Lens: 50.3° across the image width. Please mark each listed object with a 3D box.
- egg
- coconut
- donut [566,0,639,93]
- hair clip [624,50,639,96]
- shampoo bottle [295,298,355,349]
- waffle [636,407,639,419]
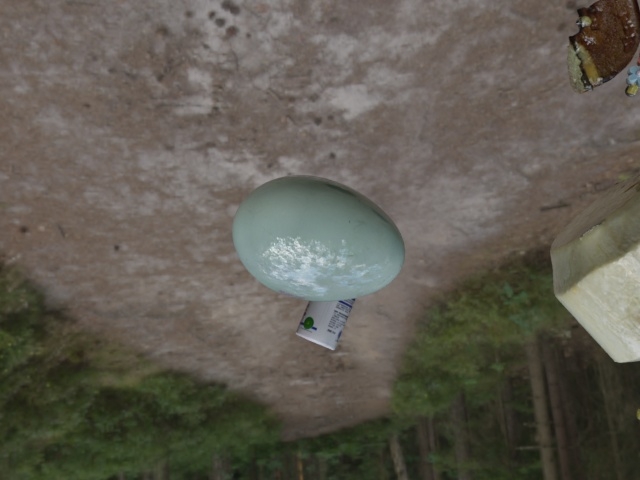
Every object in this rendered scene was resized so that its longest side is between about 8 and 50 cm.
[{"bbox_3d":[0.000,0.000,1.011,0.264,0.183,0.183,13,161,-13],"label":"egg"},{"bbox_3d":[0.560,0.055,1.135,0.322,0.323,0.323,-4,165,-1],"label":"coconut"},{"bbox_3d":[0.562,-0.386,1.364,0.144,0.187,0.126,-10,176,2],"label":"donut"},{"bbox_3d":[0.768,-0.431,1.579,0.062,0.214,0.056,29,169,34],"label":"hair clip"},{"bbox_3d":[0.046,0.073,1.432,0.092,0.303,0.092,22,172,3],"label":"shampoo bottle"},{"bbox_3d":[0.597,0.184,0.793,0.379,0.095,0.382,-35,-159,-8],"label":"waffle"}]
